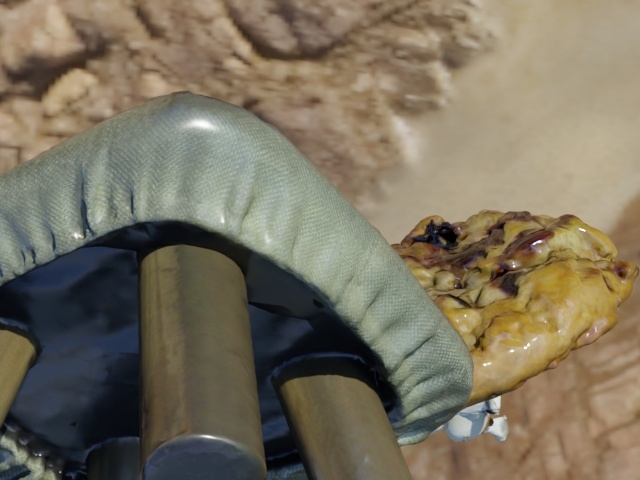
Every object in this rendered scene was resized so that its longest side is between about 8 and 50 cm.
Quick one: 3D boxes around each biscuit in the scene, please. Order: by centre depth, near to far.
[{"bbox_3d":[0.082,0.050,1.382,0.334,0.289,0.081,13,128,66],"label":"biscuit"}]

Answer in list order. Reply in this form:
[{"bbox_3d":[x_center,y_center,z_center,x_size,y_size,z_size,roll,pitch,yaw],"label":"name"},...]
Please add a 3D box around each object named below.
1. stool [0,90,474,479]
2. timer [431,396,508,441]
[{"bbox_3d":[-0.094,0.123,0.978,0.310,0.310,0.226,-26,41,22],"label":"stool"},{"bbox_3d":[0.069,0.185,1.983,0.266,0.175,0.175,0,90,9],"label":"timer"}]
